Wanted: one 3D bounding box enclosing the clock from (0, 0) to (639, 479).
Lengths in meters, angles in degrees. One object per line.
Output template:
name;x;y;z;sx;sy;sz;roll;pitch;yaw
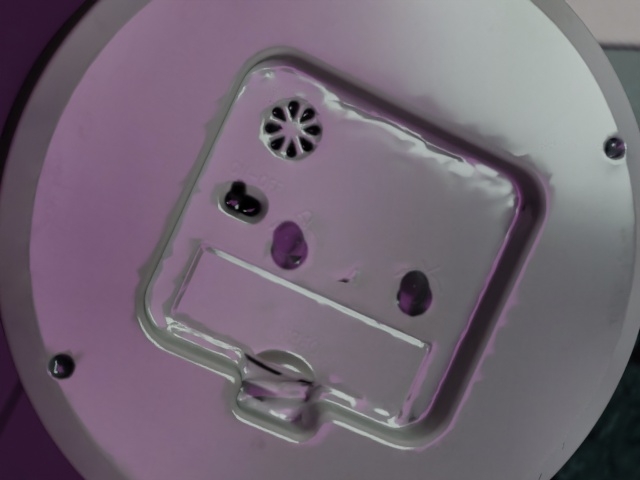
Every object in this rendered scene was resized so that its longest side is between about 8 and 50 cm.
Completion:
clock;0.000;0.000;0.456;0.230;0.083;0.230;-2;98;-12
